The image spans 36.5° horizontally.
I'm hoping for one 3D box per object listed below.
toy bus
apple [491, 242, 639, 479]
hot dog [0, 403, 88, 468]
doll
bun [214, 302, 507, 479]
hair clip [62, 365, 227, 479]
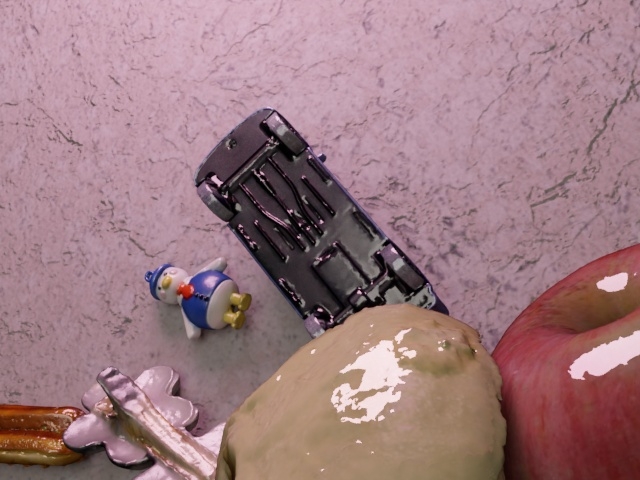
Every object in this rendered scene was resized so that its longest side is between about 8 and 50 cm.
[{"bbox_3d":[0.000,0.000,1.022,0.125,0.133,0.292,-43,68,7],"label":"toy bus"},{"bbox_3d":[0.289,0.157,0.777,0.345,0.345,0.269,-30,97,7],"label":"apple"},{"bbox_3d":[-0.338,0.224,1.102,0.188,0.055,0.072,0,44,13],"label":"hot dog"},{"bbox_3d":[-0.142,0.060,1.093,0.143,0.057,0.098,19,84,28],"label":"doll"},{"bbox_3d":[0.012,0.226,0.779,0.202,0.364,0.364,8,74,-10],"label":"bun"},{"bbox_3d":[-0.162,0.205,1.009,0.257,0.075,0.146,32,45,31],"label":"hair clip"}]
